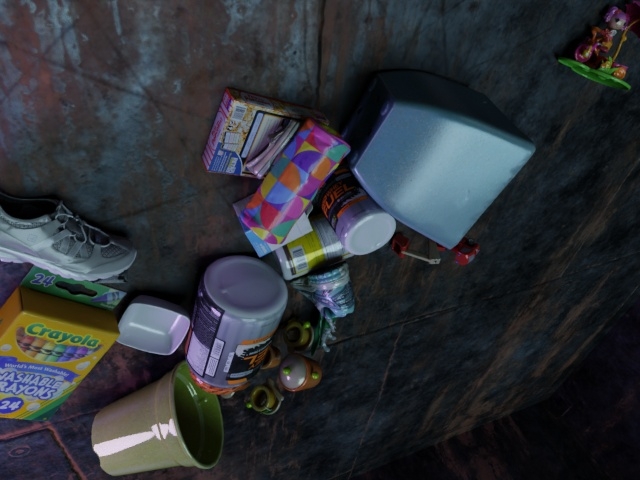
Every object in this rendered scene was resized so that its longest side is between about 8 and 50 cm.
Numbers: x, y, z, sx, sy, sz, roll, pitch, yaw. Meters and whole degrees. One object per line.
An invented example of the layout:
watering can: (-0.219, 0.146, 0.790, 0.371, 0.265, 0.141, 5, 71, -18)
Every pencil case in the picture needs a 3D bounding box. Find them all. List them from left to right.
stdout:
pencil case: (-0.048, -0.102, 0.885, 0.104, 0.104, 0.236, 24, 110, -45)

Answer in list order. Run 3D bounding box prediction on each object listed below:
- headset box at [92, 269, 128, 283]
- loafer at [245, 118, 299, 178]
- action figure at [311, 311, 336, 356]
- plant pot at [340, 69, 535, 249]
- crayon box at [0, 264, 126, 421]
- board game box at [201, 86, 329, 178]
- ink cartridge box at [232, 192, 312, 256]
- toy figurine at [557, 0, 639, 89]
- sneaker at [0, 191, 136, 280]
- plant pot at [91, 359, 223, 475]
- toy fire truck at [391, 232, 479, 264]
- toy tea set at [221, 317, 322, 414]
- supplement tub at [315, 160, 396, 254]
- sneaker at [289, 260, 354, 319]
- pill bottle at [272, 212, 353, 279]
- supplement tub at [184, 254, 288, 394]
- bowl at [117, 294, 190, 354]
headset box: (-0.411, 0.059, 0.955, 0.062, 0.083, 0.032, 2, 96, -32)
loafer: (-0.085, -0.164, 0.864, 0.039, 0.045, 0.125, 36, 113, -8)
action figure: (0.025, 0.206, 1.363, 0.064, 0.137, 0.232, 17, 132, 13)
plant pot: (0.183, -0.177, 0.938, 0.253, 0.247, 0.247, 19, 123, -23)
crayon box: (-0.559, 0.217, 0.993, 0.323, 0.083, 0.203, -49, 138, 9)
board game box: (-0.099, -0.183, 0.904, 0.194, 0.045, 0.146, 5, 130, -35)
ink cartridge box: (-0.088, -0.051, 1.016, 0.143, 0.092, 0.089, -26, 141, -3)
toy figurine: (0.618, -0.428, 1.053, 0.173, 0.130, 0.159, 18, 111, -14)
sneaker: (-0.439, -0.011, 0.838, 0.281, 0.105, 0.115, 15, 117, -45)
plant pot: (-0.425, 0.477, 1.280, 0.254, 0.276, 0.276, -19, 141, 6)
toy fire truck: (0.298, 0.018, 1.291, 0.135, 0.192, 0.047, -43, 150, -31)
toy tea set: (-0.149, 0.355, 1.341, 0.336, 0.200, 0.124, -37, 148, 17)
supplement tub: (0.061, -0.073, 1.006, 0.117, 0.190, 0.117, -17, 139, -16)
sneaker: (0.005, 0.128, 1.162, 0.110, 0.122, 0.283, -19, 178, -13)
pill bottle: (0.000, 0.000, 1.105, 0.215, 0.117, 0.117, -20, 140, -11)
supplement tub: (-0.203, 0.204, 1.142, 0.194, 0.193, 0.315, -3, 135, -29)
bowl: (-0.370, 0.182, 1.106, 0.142, 0.053, 0.142, 23, 121, -21)
